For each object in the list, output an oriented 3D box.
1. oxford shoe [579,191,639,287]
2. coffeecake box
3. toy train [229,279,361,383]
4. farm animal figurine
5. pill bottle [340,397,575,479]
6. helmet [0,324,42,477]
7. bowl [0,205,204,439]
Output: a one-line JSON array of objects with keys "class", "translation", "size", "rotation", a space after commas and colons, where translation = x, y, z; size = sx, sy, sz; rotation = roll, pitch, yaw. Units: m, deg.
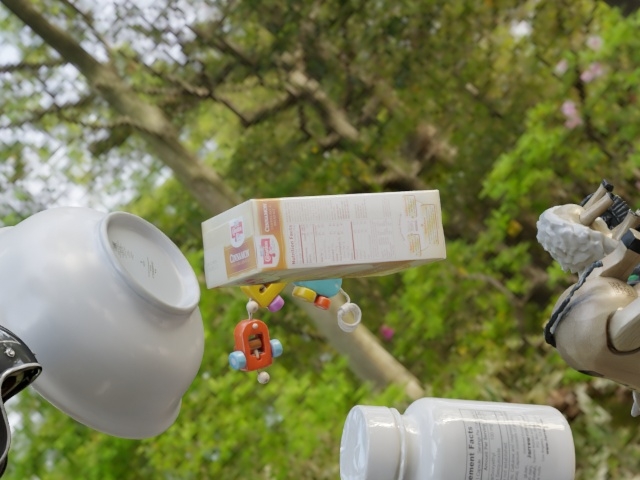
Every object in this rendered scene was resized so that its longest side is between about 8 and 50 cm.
[{"class": "oxford shoe", "translation": [0.392, 0.047, 1.639], "size": [0.082, 0.227, 0.096], "rotation": [-26, -13, 5]}, {"class": "coffeecake box", "translation": [0.000, 0.000, 1.246], "size": [0.185, 0.068, 0.142], "rotation": [-4, -6, -23]}, {"class": "toy train", "translation": [-0.039, 0.074, 1.436], "size": [0.166, 0.125, 0.046], "rotation": [-20, 12, -34]}, {"class": "farm animal figurine", "translation": [0.349, 0.130, 1.303], "size": [0.172, 0.326, 0.330], "rotation": [-52, 17, 21]}, {"class": "pill bottle", "translation": [0.144, 0.236, 1.438], "size": [0.229, 0.131, 0.131], "rotation": [6, -40, -15]}, {"class": "helmet", "translation": [-0.350, 0.151, 1.260], "size": [0.169, 0.169, 0.162], "rotation": [76, -167, -71]}, {"class": "bowl", "translation": [-0.228, 0.063, 1.489], "size": [0.134, 0.298, 0.298], "rotation": [-42, -13, 19]}]
